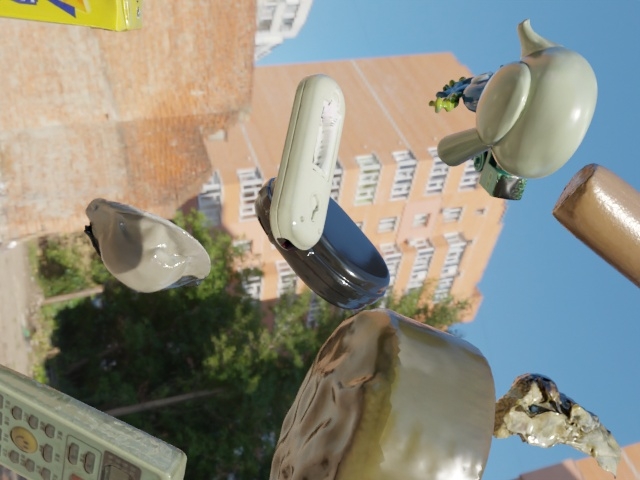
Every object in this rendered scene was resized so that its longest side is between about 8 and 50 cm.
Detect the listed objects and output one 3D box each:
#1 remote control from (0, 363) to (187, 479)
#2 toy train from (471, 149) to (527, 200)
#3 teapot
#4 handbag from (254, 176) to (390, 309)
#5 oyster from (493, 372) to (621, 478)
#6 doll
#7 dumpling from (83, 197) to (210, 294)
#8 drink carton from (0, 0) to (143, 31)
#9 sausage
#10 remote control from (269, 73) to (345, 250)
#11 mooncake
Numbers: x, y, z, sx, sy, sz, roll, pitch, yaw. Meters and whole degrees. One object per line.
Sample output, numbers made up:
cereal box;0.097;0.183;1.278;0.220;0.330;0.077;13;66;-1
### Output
remote control;-0.276;0.208;0.712;0.038;0.286;0.123;-52;164;-60
toy train;0.514;-0.267;1.892;0.194;0.120;0.298;-106;-155;-62
teapot;0.308;-0.177;1.131;0.318;0.149;0.219;117;-12;-46
handbag;-0.001;0.001;1.300;0.093;0.254;0.308;-46;-108;19
oyster;0.354;0.263;1.042;0.162;0.233;0.107;19;-89;61
doll;0.455;-0.377;1.668;0.346;0.341;0.098;10;-55;30
dumpling;-0.360;0.025;1.441;0.293;0.163;0.205;44;-12;-31
drink carton;-0.408;-0.363;0.881;0.111;0.352;0.154;-77;173;-70
sausage;0.493;-0.021;1.136;0.123;0.253;0.123;-50;-168;14
remote control;-0.011;-0.094;0.816;0.078;0.042;0.221;36;59;-53
mooncake;0.055;0.219;0.781;0.284;0.156;0.284;-57;-165;25
